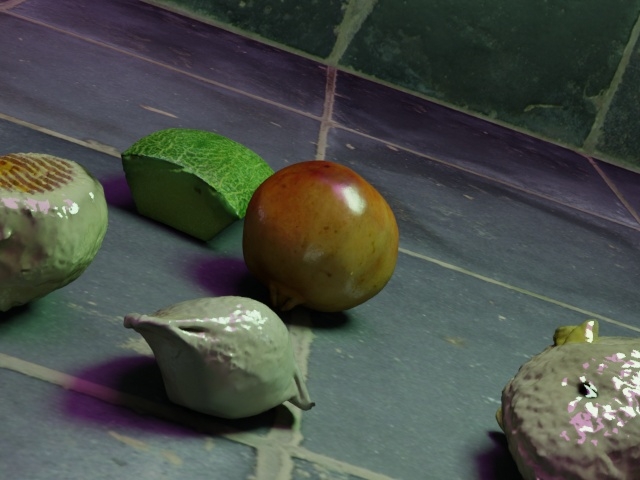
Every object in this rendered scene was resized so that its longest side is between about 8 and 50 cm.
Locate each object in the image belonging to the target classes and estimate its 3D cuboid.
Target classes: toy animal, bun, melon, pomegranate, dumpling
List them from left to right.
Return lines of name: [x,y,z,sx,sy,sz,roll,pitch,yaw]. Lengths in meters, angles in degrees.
bun: [-0.334,-0.007,1.246,0.243,0.153,0.244,-1,19,0]
dumpling: [-0.114,0.111,1.183,0.215,0.126,0.166,-1,10,-42]
melon: [-0.156,-0.099,1.763,0.196,0.124,0.323,30,20,9]
pomegranate: [0.001,-0.006,1.516,0.209,0.209,0.209,18,17,-6]
toy animal: [0.344,0.198,1.295,0.358,0.188,0.226,9,26,-32]
